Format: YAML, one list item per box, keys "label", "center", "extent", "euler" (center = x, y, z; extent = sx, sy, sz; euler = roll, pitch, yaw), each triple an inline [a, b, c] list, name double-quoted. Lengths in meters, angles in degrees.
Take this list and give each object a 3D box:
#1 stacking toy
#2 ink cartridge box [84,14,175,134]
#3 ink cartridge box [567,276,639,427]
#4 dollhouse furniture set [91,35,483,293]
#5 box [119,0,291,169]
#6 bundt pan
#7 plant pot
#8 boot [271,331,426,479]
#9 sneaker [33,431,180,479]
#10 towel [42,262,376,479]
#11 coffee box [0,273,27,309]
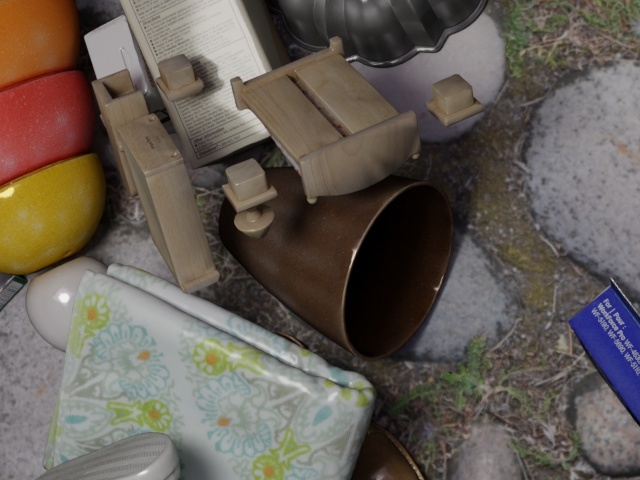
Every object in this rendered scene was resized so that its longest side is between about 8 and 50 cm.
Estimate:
- label: "stacking toy"
  center: [-0.381, -0.079, 1.921]
  extent: [0.351, 0.350, 0.480]
  euler: [-23, 94, 10]
- label: "ink cartridge box"
  center: [-0.221, -0.200, 1.929]
  extent: [0.063, 0.150, 0.109]
  euler: [-23, 75, 15]
- label: "ink cartridge box"
  center: [0.334, 0.144, 1.622]
  extent: [0.065, 0.333, 0.165]
  euler: [-36, 72, 3]
- label: "dollhouse furniture set"
  center: [-0.036, -0.108, 1.771]
  extent: [0.356, 0.173, 0.303]
  euler: [-23, 40, -13]
- label: "box"
  center: [-0.139, -0.256, 1.890]
  extent: [0.148, 0.121, 0.311]
  euler: [-22, 91, 15]
- label: "bundt pan"
  center: [0.060, -0.384, 1.904]
  extent: [0.331, 0.124, 0.330]
  euler: [-3, 79, 14]
- label: "plant pot"
  center: [0.000, 0.000, 1.822]
  extent: [0.230, 0.215, 0.215]
  euler: [22, 86, 31]
- label: "boot"
  center: [0.009, 0.228, 1.812]
  extent: [0.112, 0.115, 0.305]
  euler: [-43, 74, 1]
- label: "sneaker"
  center: [-0.216, 0.319, 1.754]
  extent: [0.292, 0.108, 0.169]
  euler: [-23, 101, 50]
- label: "towel"
  center: [-0.142, 0.230, 1.790]
  extent: [0.374, 0.090, 0.320]
  euler: [24, 119, 18]
- label: "coffee box"
  center: [-0.478, 0.080, 2.008]
  extent: [0.184, 0.040, 0.113]
  euler: [-46, 72, 3]
